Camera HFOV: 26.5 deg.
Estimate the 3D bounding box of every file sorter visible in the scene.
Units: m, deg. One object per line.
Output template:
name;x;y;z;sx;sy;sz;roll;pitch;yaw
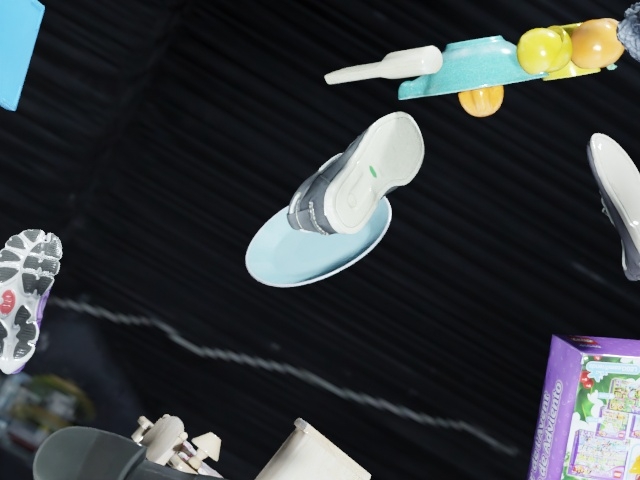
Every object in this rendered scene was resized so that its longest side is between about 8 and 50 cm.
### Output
file sorter;-0.377;-0.220;1.369;0.170;0.104;0.118;40;61;-67

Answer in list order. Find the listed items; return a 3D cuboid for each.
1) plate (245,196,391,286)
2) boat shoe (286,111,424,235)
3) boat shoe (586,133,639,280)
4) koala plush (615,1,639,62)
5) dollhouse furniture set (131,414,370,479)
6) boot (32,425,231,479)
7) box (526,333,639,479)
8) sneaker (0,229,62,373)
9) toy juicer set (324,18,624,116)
plate;0.000;0.000;1.628;0.188;0.024;0.188;-19;-148;12
boat shoe;0.044;-0.079;1.535;0.079;0.084;0.233;-13;-159;39
boat shoe;0.390;-0.043;1.789;0.065;0.075;0.206;-44;-120;46
koala plush;0.255;-0.255;1.054;0.203;0.221;0.196;-62;-177;5
dollhouse furniture set;-0.070;0.327;1.884;0.174;0.303;0.355;-50;-163;-8
boot;-0.125;0.253;1.039;0.091;0.263;0.229;-55;172;-37
box;0.296;0.180;1.003;0.057;0.293;0.201;-141;-122;-71
sneaker;-0.336;0.068;1.520;0.071;0.068;0.170;116;-13;-66
toy juicer set;0.190;-0.184;1.526;0.209;0.329;0.089;-162;-117;-75
